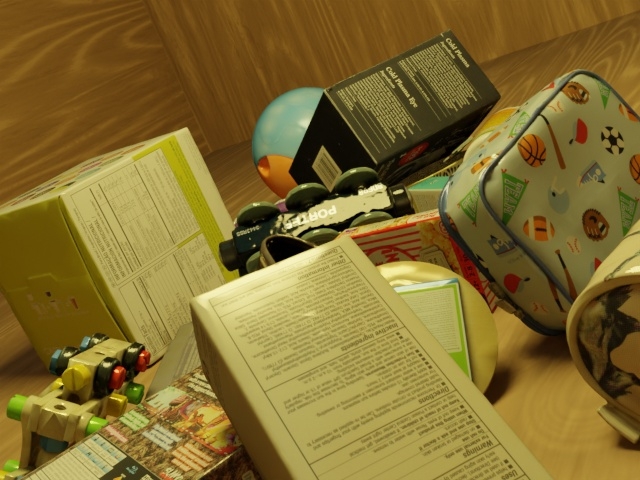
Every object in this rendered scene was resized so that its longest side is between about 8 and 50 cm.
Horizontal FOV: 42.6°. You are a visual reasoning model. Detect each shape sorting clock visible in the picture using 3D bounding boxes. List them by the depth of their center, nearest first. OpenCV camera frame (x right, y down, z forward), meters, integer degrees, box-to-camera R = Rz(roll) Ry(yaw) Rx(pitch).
[{"bbox_3d":[0.093,0.118,0.913,0.206,0.040,0.206,-7,56,11],"label":"shape sorting clock"}]

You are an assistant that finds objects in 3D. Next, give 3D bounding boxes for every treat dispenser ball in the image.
[{"bbox_3d":[-0.023,-0.226,1.990,0.288,0.288,0.288,-22,15,6],"label":"treat dispenser ball"}]

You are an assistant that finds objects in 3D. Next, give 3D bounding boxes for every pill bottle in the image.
[{"bbox_3d":[0.356,-0.170,1.529,0.136,0.136,0.245,-15,17,28],"label":"pill bottle"}]

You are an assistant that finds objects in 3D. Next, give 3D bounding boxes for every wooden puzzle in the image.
[{"bbox_3d":[0.255,-0.167,1.505,0.083,0.006,0.049,-41,-5,-12],"label":"wooden puzzle"}]

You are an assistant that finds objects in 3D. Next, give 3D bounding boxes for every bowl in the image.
[{"bbox_3d":[0.228,-0.101,1.573,0.170,0.080,0.170,-28,8,4],"label":"bowl"}]

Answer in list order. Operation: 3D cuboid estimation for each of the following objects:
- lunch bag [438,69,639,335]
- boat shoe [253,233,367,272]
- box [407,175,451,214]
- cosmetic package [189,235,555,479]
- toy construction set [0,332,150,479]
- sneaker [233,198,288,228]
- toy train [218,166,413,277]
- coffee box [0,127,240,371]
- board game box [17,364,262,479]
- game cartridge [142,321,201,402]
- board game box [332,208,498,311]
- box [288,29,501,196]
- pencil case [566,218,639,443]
[{"bbox_3d":[0.290,-0.040,0.966,0.303,0.243,0.115,-45,6,-29],"label":"lunch bag"},{"bbox_3d":[0.019,0.083,1.053,0.132,0.130,0.355,-28,32,-33],"label":"boat shoe"},{"bbox_3d":[0.248,-0.053,1.355,0.060,0.100,0.244,-29,17,-25],"label":"box"},{"bbox_3d":[0.034,0.150,0.634,0.160,0.113,0.309,-21,49,-19],"label":"cosmetic package"},{"bbox_3d":[-0.318,0.238,1.074,0.151,0.215,0.328,13,5,-10],"label":"toy construction set"},{"bbox_3d":[-0.122,-0.016,1.814,0.236,0.095,0.104,-18,22,38],"label":"sneaker"},{"bbox_3d":[0.000,0.000,1.390,0.334,0.190,0.142,-19,56,2],"label":"toy train"},{"bbox_3d":[-0.396,0.024,1.582,0.338,0.338,0.334,-11,20,40],"label":"coffee box"},{"bbox_3d":[-0.120,0.244,0.793,0.291,0.141,0.232,-31,17,-27],"label":"board game box"},{"bbox_3d":[-0.133,0.179,1.206,0.230,0.068,0.355,-25,15,8],"label":"game cartridge"},{"bbox_3d":[0.130,0.039,1.124,0.194,0.146,0.045,-14,18,35],"label":"board game box"},{"bbox_3d":[0.138,-0.210,1.660,0.312,0.179,0.343,-31,-11,-22],"label":"box"},{"bbox_3d":[0.385,0.018,0.806,0.160,0.183,0.410,22,40,29],"label":"pencil case"}]
